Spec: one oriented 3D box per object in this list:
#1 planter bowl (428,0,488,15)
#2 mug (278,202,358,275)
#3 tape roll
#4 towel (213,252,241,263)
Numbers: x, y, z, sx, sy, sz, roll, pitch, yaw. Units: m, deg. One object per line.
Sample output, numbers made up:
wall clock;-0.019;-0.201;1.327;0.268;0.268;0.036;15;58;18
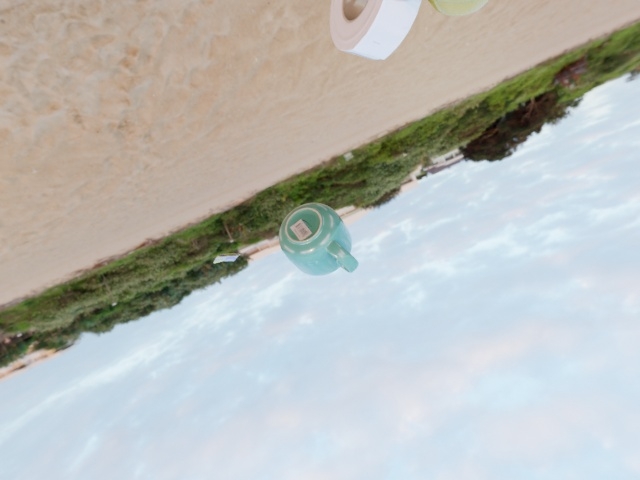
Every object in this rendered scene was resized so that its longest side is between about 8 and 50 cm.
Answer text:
planter bowl;0.284;-0.524;0.904;0.217;0.217;0.090;-25;146;-6
mug;-0.002;-0.008;0.854;0.158;0.097;0.129;-1;-117;24
tape roll;0.131;-0.600;1.096;0.100;0.286;0.286;4;175;-28
towel;-0.248;0.046;1.176;0.060;0.009;0.083;-5;167;-26
